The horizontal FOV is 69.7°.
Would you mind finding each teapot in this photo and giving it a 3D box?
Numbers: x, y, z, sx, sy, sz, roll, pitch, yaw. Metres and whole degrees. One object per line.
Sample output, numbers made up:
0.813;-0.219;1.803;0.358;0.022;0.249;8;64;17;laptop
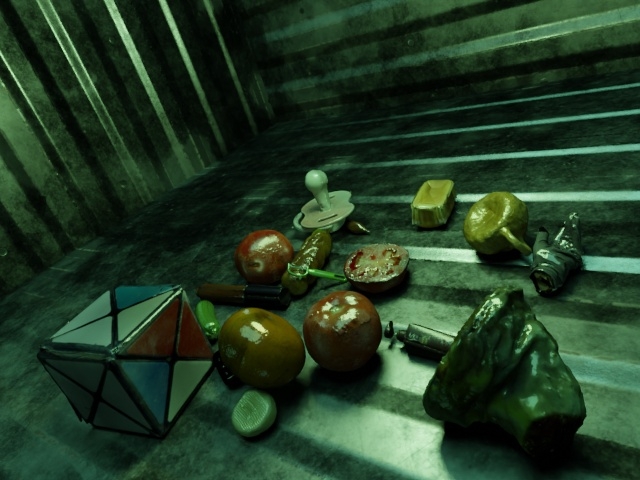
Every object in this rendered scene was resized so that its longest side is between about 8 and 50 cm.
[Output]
0.569;-0.034;1.430;0.203;0.167;0.311;-50;22;15;teapot

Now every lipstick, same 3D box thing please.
-0.289;0.192;1.642;0.418;0.077;0.077;-1;32;33;lipstick

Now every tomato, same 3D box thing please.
0.189;0.098;1.497;0.225;0.085;0.225;-12;27;6;tomato
0.059;0.241;1.200;0.208;0.184;0.208;-11;34;8;tomato
-0.216;0.054;1.730;0.232;0.189;0.232;-14;25;7;tomato

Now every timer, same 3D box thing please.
-0.212;0.340;1.344;0.187;0.055;0.144;-24;29;-20;timer

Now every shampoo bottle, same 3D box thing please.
0.269;0.255;1.168;0.236;0.067;0.068;5;45;39;shampoo bottle

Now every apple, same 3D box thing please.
0.000;0.000;1.817;0.089;0.074;0.089;-27;37;22;apple

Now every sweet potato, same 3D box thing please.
0.155;-0.047;1.843;0.049;0.049;0.117;-35;37;-29;sweet potato

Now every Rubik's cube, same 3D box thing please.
-0.529;0.323;1.298;0.310;0.305;0.307;-6;29;25;Rubik's cube

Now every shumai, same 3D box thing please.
0.387;0.272;0.899;0.304;0.309;0.263;-29;52;-36;shumai

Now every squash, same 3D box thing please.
-0.387;0.272;1.563;0.077;0.068;0.219;-22;27;-16;squash

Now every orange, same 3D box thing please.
-0.153;0.282;1.191;0.171;0.240;0.240;-61;32;4;orange

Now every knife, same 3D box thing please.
-0.009;0.119;1.557;0.212;0.015;0.054;11;54;-8;knife

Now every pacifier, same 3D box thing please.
0.018;-0.152;1.941;0.220;0.273;0.332;14;25;-8;pacifier

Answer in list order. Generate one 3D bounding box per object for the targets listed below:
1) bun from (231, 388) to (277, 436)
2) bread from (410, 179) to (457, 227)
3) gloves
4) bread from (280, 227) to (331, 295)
-0.160;0.426;1.127;0.115;0.069;0.115;-12;49;14;bun
0.435;-0.141;1.760;0.136;0.107;0.241;0;32;28;bread
0.656;0.033;1.287;0.142;0.119;0.285;20;59;36;gloves
-0.038;0.059;1.669;0.124;0.084;0.344;13;47;21;bread
